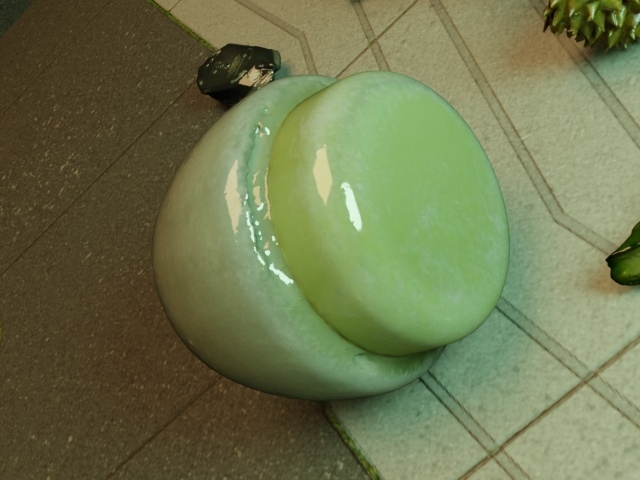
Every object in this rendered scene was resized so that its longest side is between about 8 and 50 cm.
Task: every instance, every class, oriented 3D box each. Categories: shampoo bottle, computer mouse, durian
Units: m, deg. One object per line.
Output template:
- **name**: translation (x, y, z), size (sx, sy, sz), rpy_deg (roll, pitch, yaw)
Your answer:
- **shampoo bottle**: translation (0.000, 0.000, 0.826), size (0.317, 0.322, 0.322), rpy_deg (-20, 48, 41)
- **computer mouse**: translation (-0.134, -0.274, 1.377), size (0.192, 0.062, 0.106), rpy_deg (10, 67, 41)
- **durian**: translation (0.343, -0.294, 0.850), size (0.250, 0.138, 0.183), rpy_deg (-48, -2, 8)

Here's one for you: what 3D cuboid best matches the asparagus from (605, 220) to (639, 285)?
- **asparagus**: translation (0.369, -0.066, 0.717), size (0.287, 0.080, 0.080), rpy_deg (-50, 39, -1)
